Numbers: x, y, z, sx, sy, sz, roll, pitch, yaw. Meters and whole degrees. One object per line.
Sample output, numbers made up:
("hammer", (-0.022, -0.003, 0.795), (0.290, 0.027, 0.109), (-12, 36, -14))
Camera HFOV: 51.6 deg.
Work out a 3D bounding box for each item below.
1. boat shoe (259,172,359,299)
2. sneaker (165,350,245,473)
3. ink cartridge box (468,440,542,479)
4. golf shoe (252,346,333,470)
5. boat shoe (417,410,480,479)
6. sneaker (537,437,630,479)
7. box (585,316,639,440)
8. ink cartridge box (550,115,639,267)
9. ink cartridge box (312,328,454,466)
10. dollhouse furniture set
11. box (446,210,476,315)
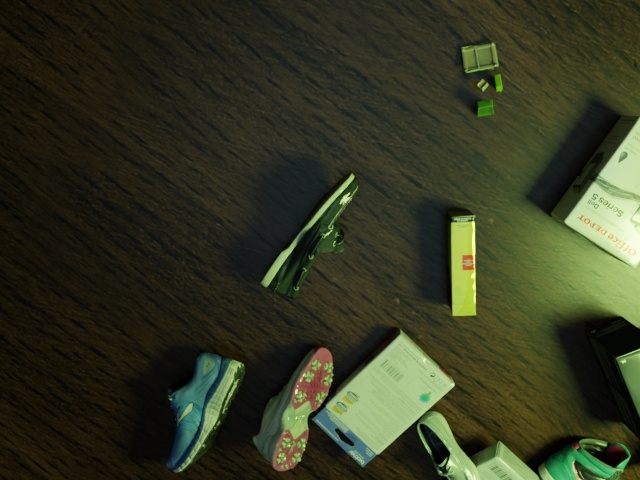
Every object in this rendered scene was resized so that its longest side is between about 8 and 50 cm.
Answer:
("boat shoe", (-0.001, 0.002, 1.520), (0.113, 0.127, 0.340), (37, 103, -5))
("sneaker", (-0.311, 0.418, 1.638), (0.147, 0.130, 0.330), (27, 99, 13))
("ink cartridge box", (0.452, 0.654, 1.656), (0.275, 0.060, 0.239), (43, 125, -5))
("golf shoe", (-0.074, 0.392, 1.608), (0.115, 0.140, 0.306), (32, 78, -40))
("boat shoe", (0.301, 0.526, 1.594), (0.079, 0.081, 0.227), (-39, 75, 37))
("sneaker", (0.699, 0.582, 1.597), (0.295, 0.124, 0.178), (34, 111, -2))
("box", (0.727, 0.331, 1.509), (0.103, 0.184, 0.261), (-24, 99, 8))
("ink cartridge box", (0.679, -0.107, 1.460), (0.198, 0.115, 0.273), (32, 101, -3))
("ink cartridge box", (0.149, 0.386, 1.619), (0.186, 0.065, 0.311), (43, 98, -5))
("dollhouse furniture set", (0.362, -0.360, 1.478), (0.076, 0.058, 0.152), (-9, 81, 13))
("box", (0.325, 0.051, 1.529), (0.058, 0.087, 0.232), (-2, 100, 4))
